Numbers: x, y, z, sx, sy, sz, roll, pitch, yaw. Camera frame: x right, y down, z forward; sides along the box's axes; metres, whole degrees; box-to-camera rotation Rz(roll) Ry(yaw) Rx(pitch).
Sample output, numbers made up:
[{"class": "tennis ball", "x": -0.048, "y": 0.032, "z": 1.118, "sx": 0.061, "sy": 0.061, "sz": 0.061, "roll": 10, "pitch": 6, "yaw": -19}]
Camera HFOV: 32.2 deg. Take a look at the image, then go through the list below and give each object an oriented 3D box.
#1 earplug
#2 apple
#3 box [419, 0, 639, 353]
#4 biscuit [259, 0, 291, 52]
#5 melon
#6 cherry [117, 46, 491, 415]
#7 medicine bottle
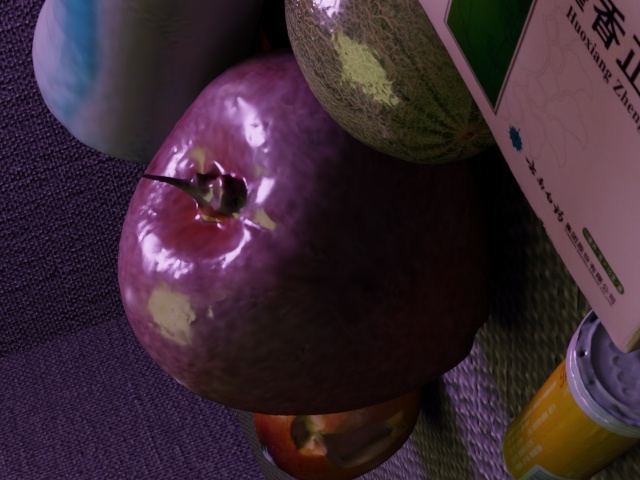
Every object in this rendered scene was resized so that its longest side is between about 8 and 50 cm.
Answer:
[{"class": "earplug", "x": -0.098, "y": -0.195, "z": 0.746, "sx": 0.185, "sy": 0.185, "sz": 0.324, "roll": 68, "pitch": 160, "yaw": 12}, {"class": "apple", "x": 0.016, "y": 0.142, "z": 1.097, "sx": 0.199, "sy": 0.199, "sz": 0.199, "roll": 161, "pitch": 90, "yaw": -78}, {"class": "box", "x": 0.130, "y": -0.089, "z": 0.437, "sx": 0.168, "sy": 0.095, "sz": 0.212, "roll": 100, "pitch": 148, "yaw": -61}, {"class": "biscuit", "x": -0.046, "y": -0.271, "z": 0.937, "sx": 0.407, "sy": 0.091, "sz": 0.407, "roll": 159, "pitch": 90, "yaw": -76}, {"class": "melon", "x": 0.049, "y": -0.128, "z": 0.623, "sx": 0.139, "sy": 0.139, "sz": 0.192, "roll": 89, "pitch": 163, "yaw": -55}, {"class": "cherry", "x": 0.000, "y": 0.000, "z": 0.778, "sx": 0.307, "sy": 0.261, "sz": 0.221, "roll": 27, "pitch": -171, "yaw": -34}, {"class": "medicine bottle", "x": 0.158, "y": 0.101, "z": 0.653, "sx": 0.218, "sy": 0.074, "sz": 0.074, "roll": 98, "pitch": 150, "yaw": -67}]
